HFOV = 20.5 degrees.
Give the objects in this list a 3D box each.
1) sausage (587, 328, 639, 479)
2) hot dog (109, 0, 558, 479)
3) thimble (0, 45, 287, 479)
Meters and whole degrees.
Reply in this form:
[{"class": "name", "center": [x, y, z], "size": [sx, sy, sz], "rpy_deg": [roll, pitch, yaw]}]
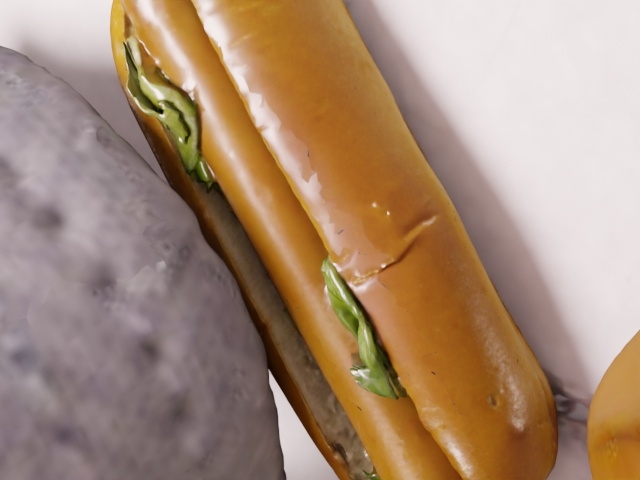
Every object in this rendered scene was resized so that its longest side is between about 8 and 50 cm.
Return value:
[{"class": "sausage", "center": [0.183, 0.043, 0.490], "size": [0.136, 0.120, 0.241], "rpy_deg": [42, 130, -5]}, {"class": "hot dog", "center": [0.000, 0.000, 0.636], "size": [0.100, 0.068, 0.249], "rpy_deg": [-29, 91, 41]}, {"class": "thimble", "center": [-0.143, 0.048, 0.667], "size": [0.245, 0.157, 0.217], "rpy_deg": [52, 150, 12]}]
